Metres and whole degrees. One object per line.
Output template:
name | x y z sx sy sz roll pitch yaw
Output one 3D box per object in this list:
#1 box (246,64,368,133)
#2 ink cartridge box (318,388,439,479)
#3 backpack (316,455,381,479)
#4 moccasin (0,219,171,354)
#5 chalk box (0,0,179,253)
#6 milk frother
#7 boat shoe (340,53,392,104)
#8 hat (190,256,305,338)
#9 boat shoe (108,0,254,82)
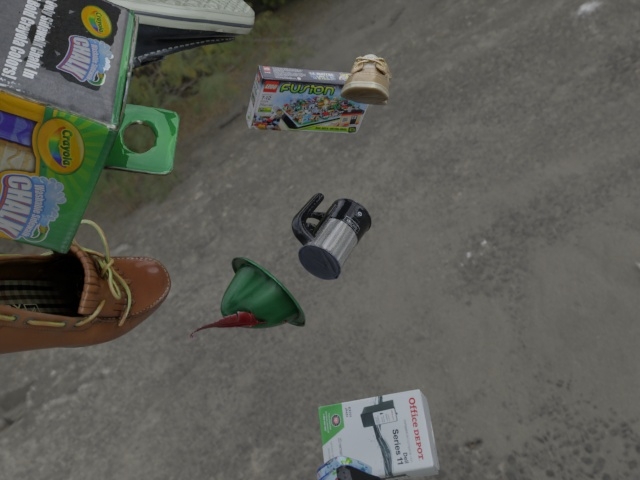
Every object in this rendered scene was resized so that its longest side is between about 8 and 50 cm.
box | -0.018 -0.244 1.209 0.207 0.114 0.036 -1 51 -20
ink cartridge box | 0.112 0.385 1.336 0.208 0.087 0.153 -13 62 10
backpack | 0.035 0.414 1.136 0.114 0.105 0.084 -43 35 27
moccasin | -0.349 0.062 0.948 0.147 0.380 0.139 -44 65 25
chalk box | -0.275 -0.122 0.626 0.179 0.289 0.180 -50 33 40
milk frother | 0.000 0.000 1.263 0.135 0.129 0.143 -54 -3 -38
boat shoe | 0.060 -0.208 0.882 0.063 0.059 0.170 5 8 4
hat | -0.153 0.146 1.226 0.173 0.208 0.183 15 56 48
boat shoe | -0.330 -0.319 1.031 0.500 0.156 0.187 -16 50 -35
